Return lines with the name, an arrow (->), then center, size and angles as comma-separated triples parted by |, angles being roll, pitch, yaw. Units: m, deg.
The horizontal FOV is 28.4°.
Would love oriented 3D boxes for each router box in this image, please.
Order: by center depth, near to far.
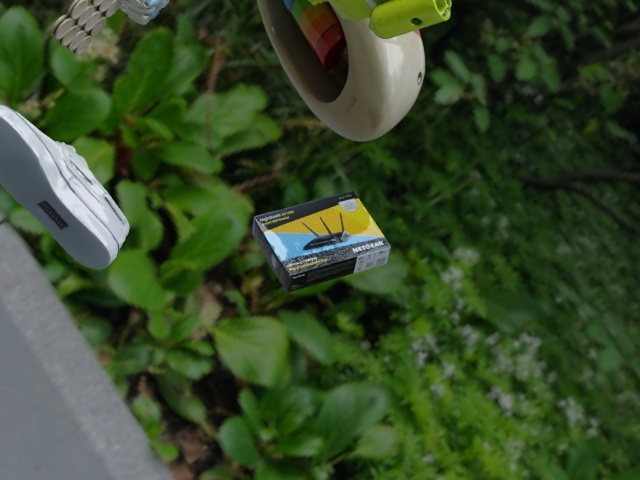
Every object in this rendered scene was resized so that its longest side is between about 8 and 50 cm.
router box -> 0.000, 0.000, 1.969 | 0.178, 0.046, 0.133 | -16, 52, -23

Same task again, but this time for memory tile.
memory tile -> -0.348, -0.332, 1.876 | 0.012, 0.113, 0.148 | 37, 0, 5

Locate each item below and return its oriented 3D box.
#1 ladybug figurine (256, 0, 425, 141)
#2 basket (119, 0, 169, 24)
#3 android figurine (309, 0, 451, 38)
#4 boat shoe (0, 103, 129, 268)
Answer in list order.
ladybug figurine -> 0.034, -0.374, 2.092 | 0.161, 0.305, 0.449 | -19, 70, -28
basket -> -0.282, -0.514, 1.995 | 0.254, 0.289, 0.201 | 33, -4, -6
android figurine -> 0.103, -0.346, 1.485 | 0.056, 0.272, 0.248 | 43, 43, -45
boat shoe -> -0.340, -0.080, 1.618 | 0.258, 0.095, 0.084 | 58, 40, -29
